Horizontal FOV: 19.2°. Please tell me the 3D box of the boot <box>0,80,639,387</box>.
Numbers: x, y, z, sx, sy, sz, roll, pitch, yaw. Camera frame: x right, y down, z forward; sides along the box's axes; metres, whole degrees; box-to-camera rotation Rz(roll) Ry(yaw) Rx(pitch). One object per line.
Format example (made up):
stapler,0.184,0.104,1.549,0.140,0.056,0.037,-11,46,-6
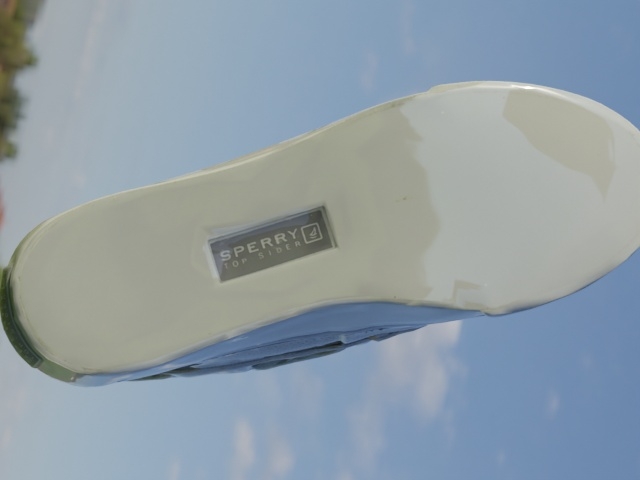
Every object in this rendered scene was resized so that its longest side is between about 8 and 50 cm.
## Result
boot,0.000,0.000,0.769,0.123,0.258,0.095,147,-67,-83
